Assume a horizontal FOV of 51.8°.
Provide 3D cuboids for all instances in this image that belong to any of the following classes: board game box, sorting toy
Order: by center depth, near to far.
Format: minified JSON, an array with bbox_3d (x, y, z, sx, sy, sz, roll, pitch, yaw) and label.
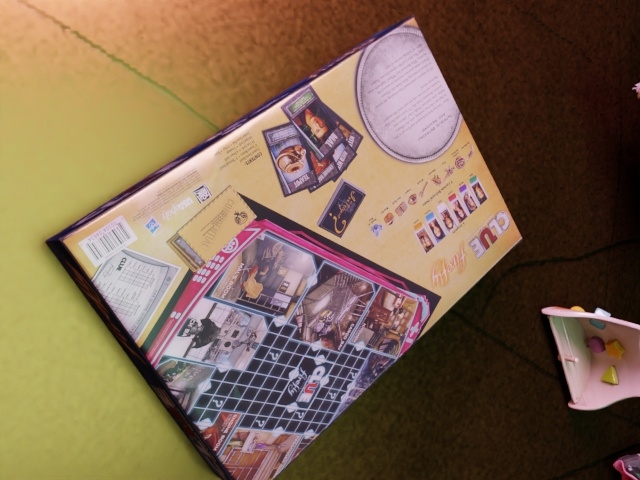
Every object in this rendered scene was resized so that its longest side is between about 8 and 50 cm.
[{"bbox_3d":[0.000,0.000,0.380,0.243,0.042,0.165,-38,107,-26],"label":"board game box"},{"bbox_3d":[0.215,0.084,0.486,0.045,0.075,0.083,-24,102,-29],"label":"sorting toy"}]

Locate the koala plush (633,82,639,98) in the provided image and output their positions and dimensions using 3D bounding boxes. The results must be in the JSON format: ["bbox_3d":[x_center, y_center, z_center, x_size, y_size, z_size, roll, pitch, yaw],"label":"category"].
[{"bbox_3d":[0.353,-0.093,0.521,0.221,0.203,0.196,-18,98,-18],"label":"koala plush"}]

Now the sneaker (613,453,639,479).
[{"bbox_3d":[0.261,0.228,0.535,0.057,0.047,0.119,-1,88,-12],"label":"sneaker"}]
